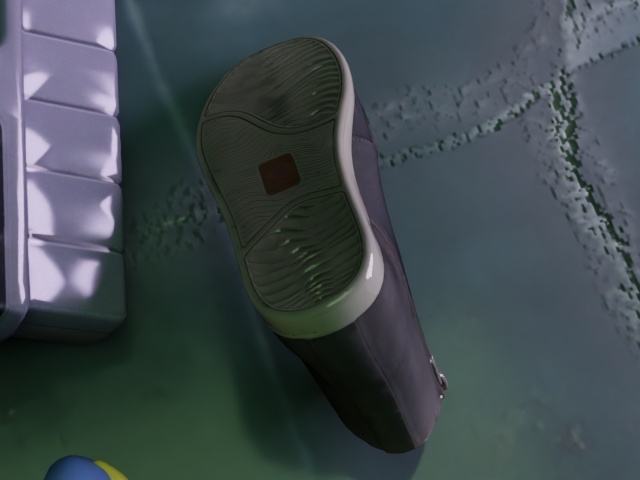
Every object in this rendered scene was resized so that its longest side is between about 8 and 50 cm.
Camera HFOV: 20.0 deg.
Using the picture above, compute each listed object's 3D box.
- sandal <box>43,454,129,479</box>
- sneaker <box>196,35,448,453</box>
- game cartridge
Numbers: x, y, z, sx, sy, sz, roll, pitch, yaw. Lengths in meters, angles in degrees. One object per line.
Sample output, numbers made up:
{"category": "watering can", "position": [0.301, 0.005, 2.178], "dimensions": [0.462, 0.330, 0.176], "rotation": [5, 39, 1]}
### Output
{"category": "sandal", "position": [-0.181, 0.225, 0.768], "dimensions": [0.138, 0.126, 0.317], "rotation": [25, 68, 11]}
{"category": "sneaker", "position": [0.000, 0.000, 0.894], "dimensions": [0.083, 0.118, 0.222], "rotation": [-19, 41, 9]}
{"category": "game cartridge", "position": [-0.254, -0.076, 0.823], "dimensions": [0.355, 0.068, 0.230], "rotation": [9, 61, -33]}
